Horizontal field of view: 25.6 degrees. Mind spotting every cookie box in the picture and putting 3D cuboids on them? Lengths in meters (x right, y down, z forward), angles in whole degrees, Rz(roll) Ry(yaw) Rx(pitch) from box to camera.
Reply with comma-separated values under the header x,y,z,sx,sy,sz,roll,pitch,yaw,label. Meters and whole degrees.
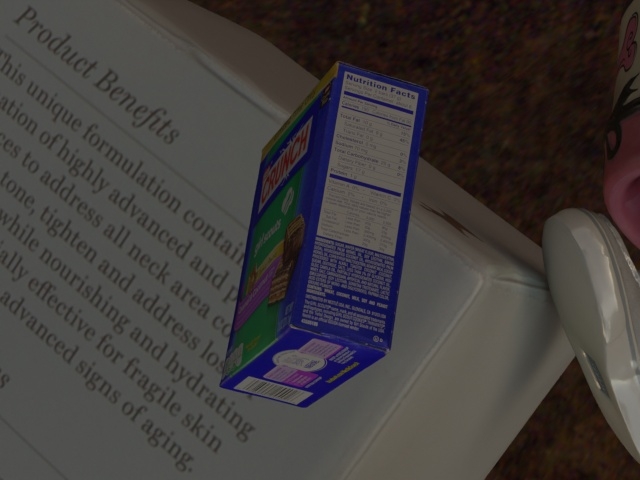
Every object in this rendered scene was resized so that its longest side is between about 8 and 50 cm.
x,y,z,sx,sy,sz,roll,pitch,yaw,label
0.000,0.000,0.539,0.040,0.107,0.092,16,156,-15,cookie box

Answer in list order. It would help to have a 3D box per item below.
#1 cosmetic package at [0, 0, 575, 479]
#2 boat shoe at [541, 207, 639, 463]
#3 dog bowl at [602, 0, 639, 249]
x,y,z,sx,sy,sz,roll,pitch,yaw,label
-0.087,0.092,0.875,0.329,0.327,0.394,39,100,21,cosmetic package
0.171,0.047,0.748,0.063,0.066,0.184,-30,121,-5,boat shoe
0.391,-0.042,1.027,0.408,0.408,0.150,19,75,20,dog bowl
